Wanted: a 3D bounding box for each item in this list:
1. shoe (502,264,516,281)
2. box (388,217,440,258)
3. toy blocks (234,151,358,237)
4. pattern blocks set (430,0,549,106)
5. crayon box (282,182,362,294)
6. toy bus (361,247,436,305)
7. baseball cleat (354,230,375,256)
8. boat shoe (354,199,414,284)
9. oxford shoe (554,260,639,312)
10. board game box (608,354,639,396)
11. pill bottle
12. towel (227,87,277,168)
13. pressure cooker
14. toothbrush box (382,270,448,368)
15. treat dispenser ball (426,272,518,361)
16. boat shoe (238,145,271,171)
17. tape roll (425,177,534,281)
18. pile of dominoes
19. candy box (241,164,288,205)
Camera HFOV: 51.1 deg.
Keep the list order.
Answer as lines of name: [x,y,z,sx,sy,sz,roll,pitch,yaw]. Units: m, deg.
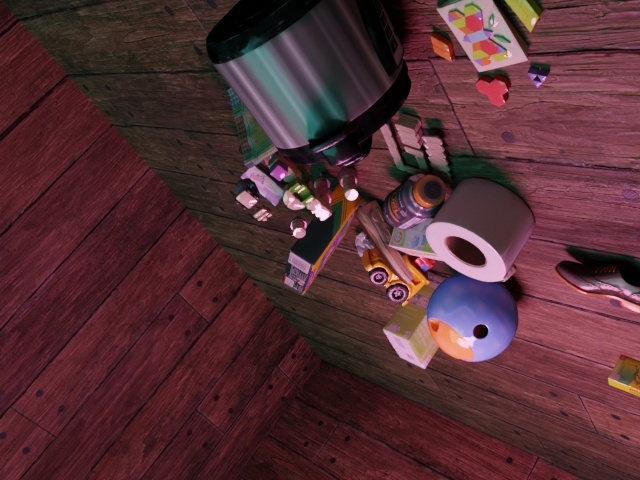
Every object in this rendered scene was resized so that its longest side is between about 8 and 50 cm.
shoe: [0.496,0.069,2.085,0.219,0.058,0.076,22,155,36]
box: [0.328,-0.008,2.083,0.103,0.114,0.203,22,174,-38]
toy blocks: [-0.078,-0.211,2.181,0.288,0.309,0.260,40,-157,-28]
pattern blocks set: [0.328,-0.422,1.358,0.325,0.026,0.285,42,159,-11]
crayon box: [0.000,0.000,2.397,0.106,0.313,0.363,33,159,5]
toy bus: [0.282,0.084,2.321,0.220,0.211,0.149,42,-157,-19]
baseball cleat: [0.195,0.010,2.447,0.206,0.072,0.109,-13,107,49]
boat shoe: [0.230,0.004,2.214,0.302,0.098,0.109,57,175,12]
oxford shoe: [0.740,0.093,1.717,0.271,0.097,0.098,20,134,30]
board game box: [0.971,0.421,2.003,0.181,0.092,0.043,20,152,39]
pill bottle: [0.276,-0.116,1.930,0.130,0.130,0.246,39,164,-3]
towel: [-0.163,-0.385,1.949,0.370,0.040,0.271,-21,81,56]
pressure cooker: [-0.004,-0.378,1.515,0.375,0.370,0.420,13,145,55]
toothbrush box: [0.376,0.284,2.425,0.122,0.283,0.206,19,152,39]
treat dispenser ball: [0.485,0.243,2.147,0.288,0.288,0.288,33,159,14]
boat shoe: [-0.157,-0.297,2.299,0.123,0.120,0.324,27,179,22]
tape roll: [0.433,-0.028,1.823,0.246,0.169,0.246,32,159,14]
pile of dominoes: [0.273,-0.250,1.837,0.196,0.040,0.251,24,164,30]
candy box: [-0.195,-0.222,2.465,0.165,0.070,0.196,41,-167,-7]
